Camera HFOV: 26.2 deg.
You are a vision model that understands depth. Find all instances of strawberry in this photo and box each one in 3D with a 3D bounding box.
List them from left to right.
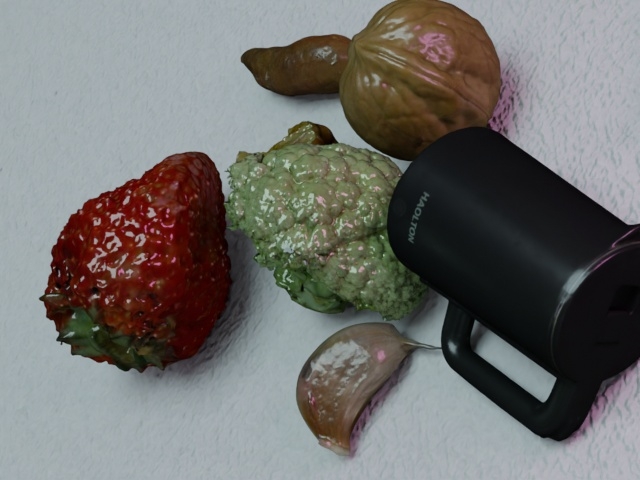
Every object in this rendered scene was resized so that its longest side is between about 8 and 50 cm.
[{"bbox_3d":[-0.240,0.014,2.024,0.351,0.267,0.312,-61,7,-35],"label":"strawberry"}]

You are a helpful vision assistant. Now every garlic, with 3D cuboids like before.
[{"bbox_3d":[0.053,0.171,1.768,0.198,0.090,0.128,-44,55,1],"label":"garlic"}]

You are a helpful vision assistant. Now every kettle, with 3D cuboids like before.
[{"bbox_3d":[0.224,0.041,1.596,0.262,0.203,0.308,-50,43,1],"label":"kettle"}]

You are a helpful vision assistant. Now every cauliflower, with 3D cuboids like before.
[{"bbox_3d":[0.000,0.000,1.822,0.275,0.272,0.250,-102,21,-45],"label":"cauliflower"}]

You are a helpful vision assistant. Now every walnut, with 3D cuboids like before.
[{"bbox_3d":[0.131,-0.218,1.852,0.228,0.228,0.228,-25,47,30],"label":"walnut"}]

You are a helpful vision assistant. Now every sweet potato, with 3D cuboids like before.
[{"bbox_3d":[-0.042,-0.274,2.161,0.292,0.097,0.097,6,67,47],"label":"sweet potato"}]

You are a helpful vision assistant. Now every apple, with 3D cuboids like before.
[{"bbox_3d":[-0.032,-0.086,1.977,0.158,0.147,0.156,-22,10,26],"label":"apple"}]
